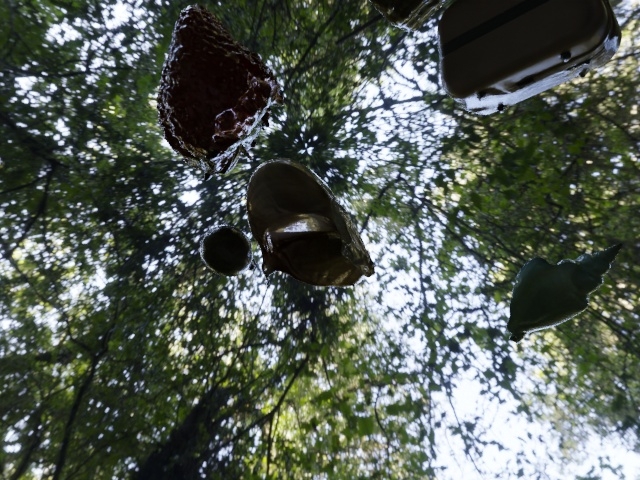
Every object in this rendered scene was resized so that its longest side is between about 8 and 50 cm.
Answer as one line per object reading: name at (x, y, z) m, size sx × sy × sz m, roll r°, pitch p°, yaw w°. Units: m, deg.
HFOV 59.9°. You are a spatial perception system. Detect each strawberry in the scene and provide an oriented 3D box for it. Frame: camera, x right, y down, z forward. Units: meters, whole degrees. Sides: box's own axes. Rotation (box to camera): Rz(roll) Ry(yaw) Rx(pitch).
strawberry at (-0.210, -0.270, 1.044) m, size 0.258 × 0.261 × 0.261 m, roll 38°, pitch -84°, yaw -3°

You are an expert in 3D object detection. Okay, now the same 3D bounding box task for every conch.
conch at (0.292, 0.061, 0.679) m, size 0.088 × 0.065 × 0.180 m, roll 30°, pitch -68°, yaw -36°

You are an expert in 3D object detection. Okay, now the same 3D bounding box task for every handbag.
handbag at (0.363, -0.406, 1.026) m, size 0.302 × 0.149 × 0.282 m, roll -19°, pitch -112°, yaw 42°

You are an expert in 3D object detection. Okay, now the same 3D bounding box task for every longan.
longan at (-0.171, 0.024, 1.060) m, size 0.119 × 0.106 × 0.106 m, roll 34°, pitch -82°, yaw -31°

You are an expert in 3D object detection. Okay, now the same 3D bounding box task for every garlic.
garlic at (-0.010, -0.003, 0.572) m, size 0.099 × 0.124 × 0.174 m, roll -26°, pitch -42°, yaw 9°

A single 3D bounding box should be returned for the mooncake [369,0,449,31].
mooncake at (0.156, -0.601, 1.131) m, size 0.187 × 0.324 × 0.324 m, roll -32°, pitch -80°, yaw 30°
